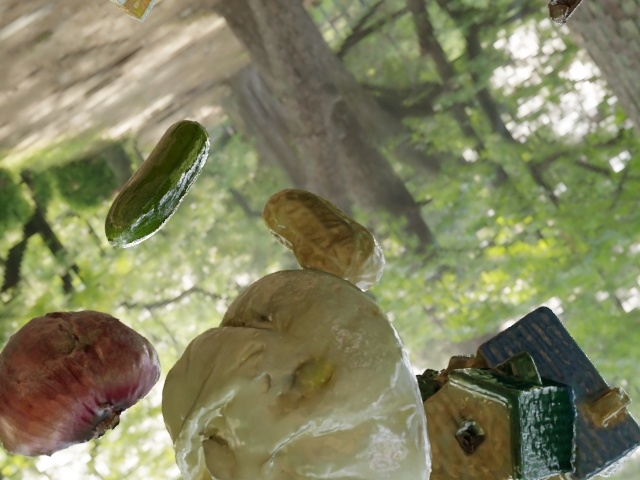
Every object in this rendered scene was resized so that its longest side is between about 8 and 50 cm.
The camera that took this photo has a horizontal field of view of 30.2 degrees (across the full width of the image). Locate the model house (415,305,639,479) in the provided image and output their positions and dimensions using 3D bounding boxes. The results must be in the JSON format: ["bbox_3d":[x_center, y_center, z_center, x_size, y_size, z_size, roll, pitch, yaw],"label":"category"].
[{"bbox_3d":[0.305,0.293,1.983,0.342,0.335,0.382,-44,158,25],"label":"model house"}]

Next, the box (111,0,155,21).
[{"bbox_3d":[-0.188,-0.374,1.367,0.220,0.032,0.122,-58,145,-2],"label":"box"}]

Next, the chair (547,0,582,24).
[{"bbox_3d":[0.312,-0.307,0.997,0.183,0.176,0.326,-2,167,-4],"label":"chair"}]

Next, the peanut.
[{"bbox_3d":[0.000,0.000,1.471,0.093,0.194,0.083,-46,145,-13],"label":"peanut"}]

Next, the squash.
[{"bbox_3d":[-0.181,-0.075,1.390,0.069,0.069,0.258,-30,-158,35],"label":"squash"}]

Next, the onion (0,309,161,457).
[{"bbox_3d":[-0.354,0.163,1.563,0.227,0.120,0.283,-34,-152,-29],"label":"onion"}]

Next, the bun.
[{"bbox_3d":[-0.047,0.212,1.345,0.219,0.365,0.365,-5,166,-39],"label":"bun"}]
